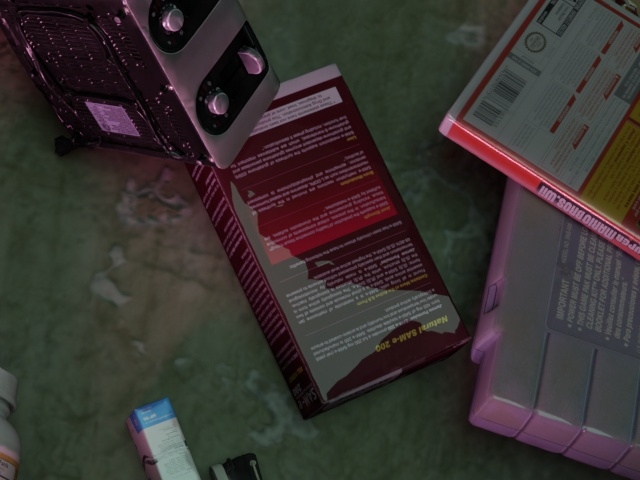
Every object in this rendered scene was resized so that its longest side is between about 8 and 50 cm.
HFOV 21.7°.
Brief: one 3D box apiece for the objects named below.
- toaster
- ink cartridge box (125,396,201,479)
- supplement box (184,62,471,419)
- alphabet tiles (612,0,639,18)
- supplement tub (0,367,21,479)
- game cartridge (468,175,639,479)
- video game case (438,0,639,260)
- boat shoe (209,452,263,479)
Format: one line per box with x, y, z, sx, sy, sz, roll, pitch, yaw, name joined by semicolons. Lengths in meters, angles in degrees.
-0.137;-0.146;1.192;0.110;0.185;0.168;-53;134;-29;toaster
-0.111;0.160;1.205;0.028;0.048;0.083;-19;79;-19;ink cartridge box
0.000;0.000;1.270;0.130;0.073;0.239;-21;79;-19;supplement box
0.258;-0.094;1.401;0.198;0.009;0.237;-17;78;-18;alphabet tiles
-0.279;0.179;1.105;0.144;0.144;0.200;11;71;-11;supplement tub
0.245;0.017;1.287;0.230;0.068;0.355;17;55;-1;game cartridge
0.257;-0.077;1.301;0.285;0.025;0.204;33;55;5;video game case
-0.041;0.214;1.210;0.038;0.046;0.125;-20;71;-14;boat shoe
